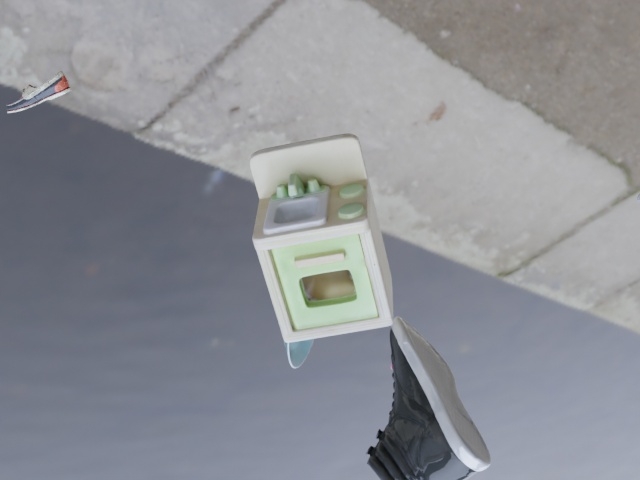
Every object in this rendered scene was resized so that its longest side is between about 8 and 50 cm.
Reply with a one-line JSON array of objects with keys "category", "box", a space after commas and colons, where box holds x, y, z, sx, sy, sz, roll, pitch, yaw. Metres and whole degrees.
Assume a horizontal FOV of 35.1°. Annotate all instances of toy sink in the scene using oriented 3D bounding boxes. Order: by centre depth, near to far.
[{"category": "toy sink", "box": [0.000, 0.000, 1.329, 0.152, 0.131, 0.234, -10, 119, 8]}]

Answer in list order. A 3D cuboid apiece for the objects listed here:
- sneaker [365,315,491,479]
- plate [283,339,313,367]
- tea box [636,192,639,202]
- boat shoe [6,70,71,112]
[{"category": "sneaker", "box": [0.112, 0.231, 1.366, 0.147, 0.296, 0.104, -43, 125, 16]}, {"category": "plate", "box": [-0.035, 0.135, 1.814, 0.024, 0.188, 0.188, 10, 152, 14]}, {"category": "tea box", "box": [0.723, -0.039, 1.568, 0.220, 0.329, 0.323, -53, -178, 5]}, {"category": "boat shoe", "box": [-0.558, -0.289, 1.985, 0.137, 0.049, 0.043, -21, 108, 5]}]
